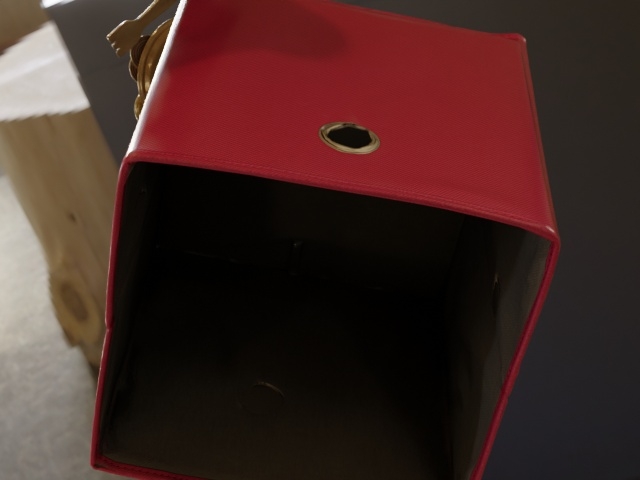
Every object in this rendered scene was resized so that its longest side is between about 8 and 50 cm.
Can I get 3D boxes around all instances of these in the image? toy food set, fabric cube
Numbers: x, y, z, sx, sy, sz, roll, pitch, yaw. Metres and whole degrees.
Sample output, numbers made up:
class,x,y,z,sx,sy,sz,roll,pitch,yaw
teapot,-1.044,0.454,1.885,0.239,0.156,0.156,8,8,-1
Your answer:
class,x,y,z,sx,sy,sz,roll,pitch,yaw
toy food set,-0.153,-0.176,1.324,0.038,0.192,0.132,19,56,42
fabric cube,0.000,0.000,0.849,0.254,0.259,0.258,11,36,-3
